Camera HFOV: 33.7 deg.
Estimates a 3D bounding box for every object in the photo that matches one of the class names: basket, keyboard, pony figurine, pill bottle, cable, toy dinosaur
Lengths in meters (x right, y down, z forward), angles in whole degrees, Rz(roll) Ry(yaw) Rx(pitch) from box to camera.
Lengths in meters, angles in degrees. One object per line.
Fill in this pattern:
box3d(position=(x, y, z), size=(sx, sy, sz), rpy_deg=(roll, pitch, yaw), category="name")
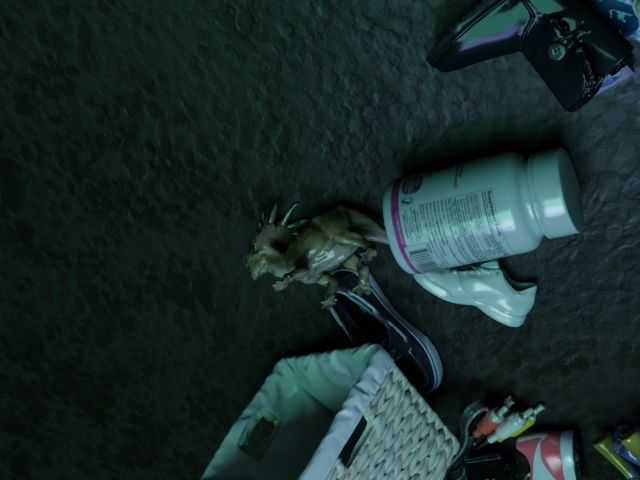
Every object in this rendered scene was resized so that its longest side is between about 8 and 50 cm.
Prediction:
box3d(position=(0.018, 0.395, 1.872), size=(0.266, 0.328, 0.331), rpy_deg=(45, 149, -19), category="basket")
box3d(position=(0.332, 0.450, 2.031), size=(0.100, 0.038, 0.192), rpy_deg=(-9, 140, 9), category="keyboard")
box3d(position=(0.611, 0.496, 1.831), size=(0.303, 0.351, 0.363), rpy_deg=(-39, 86, 31), category="pony figurine")
box3d(position=(0.255, -0.049, 1.658), size=(0.283, 0.160, 0.160), rpy_deg=(-13, 118, 25), category="pill bottle")
box3d(position=(0.289, 0.384, 1.974), size=(0.139, 0.072, 0.287), rpy_deg=(8, 129, -33), category="cable")
box3d(position=(0.000, 0.000, 1.808), size=(0.295, 0.200, 0.127), rpy_deg=(-22, 140, 4), category="toy dinosaur")

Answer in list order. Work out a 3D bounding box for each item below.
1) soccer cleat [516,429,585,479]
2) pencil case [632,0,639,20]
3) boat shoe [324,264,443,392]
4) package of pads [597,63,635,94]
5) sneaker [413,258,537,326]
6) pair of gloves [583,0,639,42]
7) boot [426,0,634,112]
box3d(position=(0.442, 0.492, 1.996), size=(0.116, 0.109, 0.318), rpy_deg=(-1, 118, 20), category="soccer cleat")
box3d(position=(0.533, -0.190, 1.455), size=(0.183, 0.160, 0.410), rpy_deg=(-12, 123, 13), category="pencil case")
box3d(position=(0.111, 0.177, 1.893), size=(0.108, 0.102, 0.301), rpy_deg=(-24, 112, 30), category="boat shoe")
box3d(position=(0.411, -0.246, 1.548), size=(0.083, 0.032, 0.050), rpy_deg=(-28, 131, 32), category="package of pads")
box3d(position=(0.264, 0.064, 1.795), size=(0.212, 0.080, 0.094), rpy_deg=(21, 115, -5), category="sneaker")
box3d(position=(0.445, -0.354, 1.476), size=(0.159, 0.023, 0.198), rpy_deg=(32, 128, -4), category="pair of gloves")
box3d(position=(0.297, -0.262, 1.514), size=(0.246, 0.094, 0.207), rpy_deg=(-38, 89, 30), category="boot")
